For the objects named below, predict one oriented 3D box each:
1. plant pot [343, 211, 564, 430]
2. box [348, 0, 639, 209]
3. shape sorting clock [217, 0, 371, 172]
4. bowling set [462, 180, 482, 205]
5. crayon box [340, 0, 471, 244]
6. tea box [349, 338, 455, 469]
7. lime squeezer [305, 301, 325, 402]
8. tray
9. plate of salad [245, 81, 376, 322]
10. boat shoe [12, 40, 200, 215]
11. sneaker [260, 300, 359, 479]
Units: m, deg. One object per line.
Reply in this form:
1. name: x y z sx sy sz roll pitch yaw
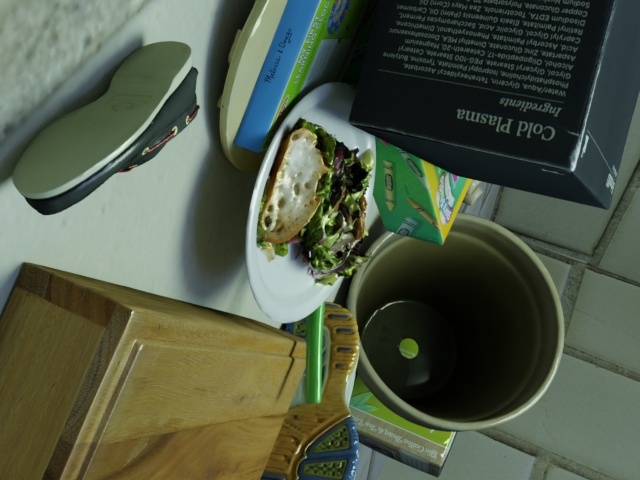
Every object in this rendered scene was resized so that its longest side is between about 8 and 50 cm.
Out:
1. plant pot: 0.178 0.149 1.219 0.323 0.323 0.280 -64 180 -20
2. box: 0.199 -0.208 0.685 0.343 0.178 0.313 7 97 -65
3. shape sorting clock: -0.014 -0.145 0.578 0.206 0.040 0.206 -58 170 -17
4. bowling set: 0.195 -0.131 1.213 0.200 0.154 0.287 -49 165 -3
5. crayon box: 0.113 -0.138 0.858 0.165 0.081 0.278 -63 152 -22
6. tea box: 0.208 0.295 1.600 0.324 0.219 0.329 -64 164 -15
7. lime squeezer: 0.000 0.000 0.752 0.110 0.058 0.310 101 -1 -47
8. tray: -0.114 0.151 0.569 0.411 0.076 0.203 38 73 -74
9. plate of salad: 0.006 -0.026 0.617 0.200 0.048 0.200 -39 137 -49
10. boat shoe: -0.101 -0.053 0.385 0.133 0.048 0.042 -61 155 -44
11. sneaker: -0.013 0.218 0.862 0.131 0.111 0.297 102 3 -52
